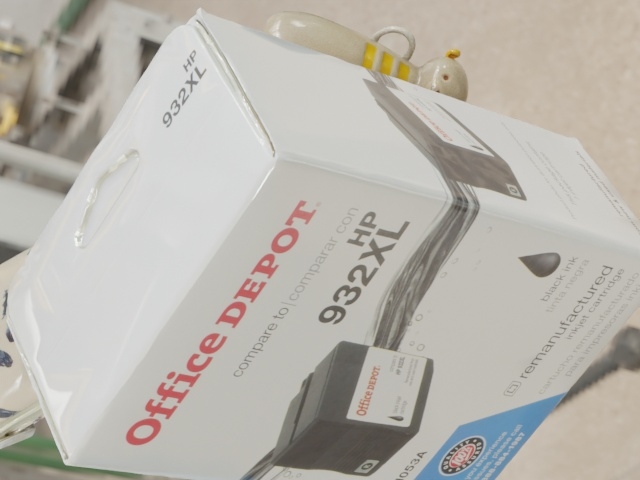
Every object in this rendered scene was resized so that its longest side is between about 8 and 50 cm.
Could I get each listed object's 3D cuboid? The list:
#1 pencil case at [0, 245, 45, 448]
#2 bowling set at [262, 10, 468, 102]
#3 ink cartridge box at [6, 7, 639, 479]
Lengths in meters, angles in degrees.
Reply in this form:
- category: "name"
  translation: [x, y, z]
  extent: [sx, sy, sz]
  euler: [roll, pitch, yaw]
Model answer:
- category: "pencil case"
  translation: [-0.237, 0.079, 1.687]
  extent: [0.410, 0.160, 0.183]
  euler: [-29, 72, 16]
- category: "bowling set"
  translation: [0.000, 0.000, 1.128]
  extent: [0.200, 0.154, 0.287]
  euler: [-88, 14, -72]
- category: "ink cartridge box"
  translation: [0.012, 0.027, 0.951]
  extent: [0.223, 0.307, 0.129]
  euler: [-54, 44, 25]
